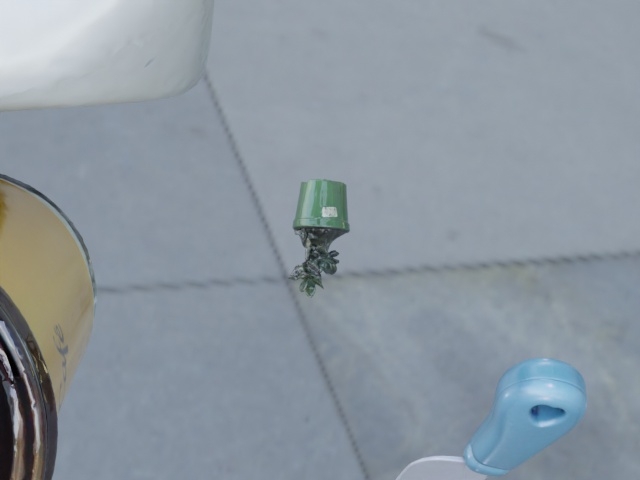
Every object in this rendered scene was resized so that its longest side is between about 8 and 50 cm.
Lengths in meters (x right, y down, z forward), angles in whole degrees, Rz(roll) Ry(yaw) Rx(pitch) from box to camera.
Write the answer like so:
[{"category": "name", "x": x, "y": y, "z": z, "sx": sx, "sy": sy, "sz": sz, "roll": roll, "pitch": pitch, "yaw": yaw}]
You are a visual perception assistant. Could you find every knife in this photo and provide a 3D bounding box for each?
[{"category": "knife", "x": 0.081, "y": 0.138, "z": 1.142, "sx": 0.058, "sy": 0.244, "sz": 0.032, "roll": 14, "pitch": 53, "yaw": -22}]

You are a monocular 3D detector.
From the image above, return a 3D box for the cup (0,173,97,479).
[{"category": "cup", "x": -0.198, "y": 0.057, "z": 0.897, "sx": 0.196, "sy": 0.196, "sz": 0.279, "roll": 15, "pitch": 14, "yaw": 3}]

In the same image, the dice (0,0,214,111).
[{"category": "dice", "x": -0.188, "y": -0.223, "z": 0.973, "sx": 0.277, "sy": 0.304, "sz": 0.304, "roll": -2, "pitch": 7, "yaw": -6}]

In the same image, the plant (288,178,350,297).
[{"category": "plant", "x": 0.000, "y": 0.000, "z": 1.647, "sx": 0.051, "sy": 0.051, "sz": 0.102, "roll": 6, "pitch": 81, "yaw": -7}]
